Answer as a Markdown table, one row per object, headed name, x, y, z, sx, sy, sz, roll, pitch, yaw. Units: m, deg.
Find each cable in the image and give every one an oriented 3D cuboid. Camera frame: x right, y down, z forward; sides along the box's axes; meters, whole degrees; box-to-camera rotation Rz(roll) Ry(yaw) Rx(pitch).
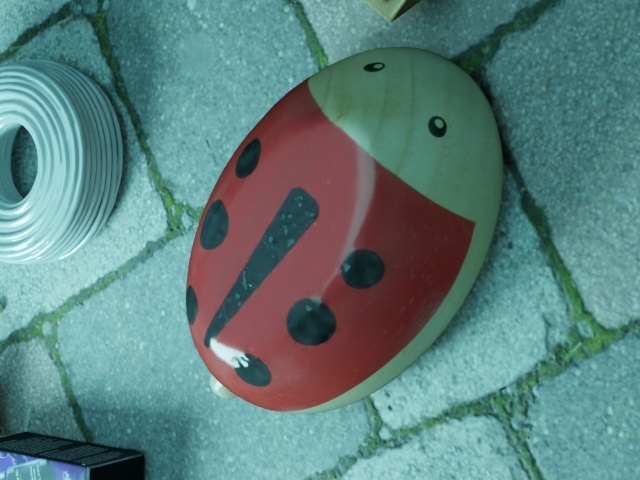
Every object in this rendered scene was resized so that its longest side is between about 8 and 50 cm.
| name | x | y | z | sx | sy | sz | roll | pitch | yaw |
| --- | --- | --- | --- | --- | --- | --- | --- | --- | --- |
| cable | -0.365 | -0.099 | 1.669 | 0.257 | 0.089 | 0.257 | 34 | 108 | 27 |

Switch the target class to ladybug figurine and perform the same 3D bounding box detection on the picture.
| name | x | y | z | sx | sy | sz | roll | pitch | yaw |
| --- | --- | --- | --- | --- | --- | --- | --- | --- | --- |
| ladybug figurine | 0.000 | 0.000 | 1.403 | 0.305 | 0.162 | 0.449 | 41 | 111 | 24 |

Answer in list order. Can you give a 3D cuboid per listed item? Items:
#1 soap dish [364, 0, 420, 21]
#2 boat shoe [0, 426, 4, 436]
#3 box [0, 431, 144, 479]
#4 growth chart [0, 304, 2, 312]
| name | x | y | z | sx | sy | sz | roll | pitch | yaw |
| --- | --- | --- | --- | --- | --- | --- | --- | --- | --- |
| soap dish | 0.088 | -0.403 | 1.366 | 0.229 | 0.118 | 0.291 | 45 | 112 | 23 |
| boat shoe | -0.446 | 0.316 | 1.725 | 0.089 | 0.104 | 0.285 | 10 | 107 | 33 |
| box | -0.327 | 0.327 | 1.645 | 0.207 | 0.108 | 0.153 | 2 | 93 | 31 |
| growth chart | -0.520 | 0.033 | 1.810 | 0.172 | 0.021 | 0.237 | -39 | 72 | 25 |
